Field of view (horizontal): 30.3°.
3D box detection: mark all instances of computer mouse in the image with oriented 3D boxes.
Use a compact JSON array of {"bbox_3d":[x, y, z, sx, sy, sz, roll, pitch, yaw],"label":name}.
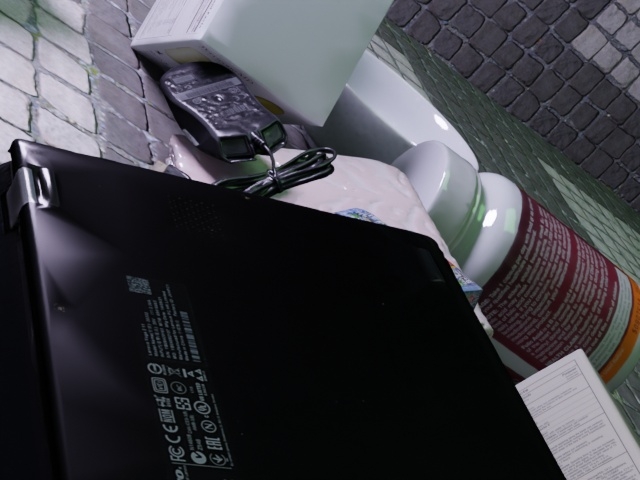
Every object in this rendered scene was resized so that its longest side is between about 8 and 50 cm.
[{"bbox_3d":[-0.124,-0.105,1.329,0.184,0.060,0.262,-26,50,-31],"label":"computer mouse"}]

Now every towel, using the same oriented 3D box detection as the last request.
[{"bbox_3d":[0.000,0.000,1.327,0.317,0.053,0.332,6,34,-21],"label":"towel"}]

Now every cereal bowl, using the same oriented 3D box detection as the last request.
[{"bbox_3d":[0.080,-0.169,1.853,0.339,0.141,0.339,37,19,-15],"label":"cereal bowl"}]

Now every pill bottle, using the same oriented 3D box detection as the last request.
[{"bbox_3d":[0.245,0.048,1.616,0.392,0.224,0.224,36,21,-23],"label":"pill bottle"}]

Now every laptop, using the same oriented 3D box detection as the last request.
[{"bbox_3d":[-0.103,0.161,0.535,0.407,0.236,0.382,12,34,-28],"label":"laptop"}]

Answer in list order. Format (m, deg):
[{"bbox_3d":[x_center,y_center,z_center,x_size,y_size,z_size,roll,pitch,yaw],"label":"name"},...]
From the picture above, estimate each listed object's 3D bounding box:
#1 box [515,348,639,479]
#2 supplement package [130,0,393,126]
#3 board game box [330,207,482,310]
[{"bbox_3d":[0.311,0.280,1.342,0.121,0.148,0.311,52,12,-29],"label":"box"},{"bbox_3d":[-0.082,-0.284,1.541,0.199,0.198,0.262,33,-9,-27],"label":"supplement package"},{"bbox_3d":[0.026,0.035,1.178,0.194,0.060,0.194,-14,44,-44],"label":"board game box"}]
